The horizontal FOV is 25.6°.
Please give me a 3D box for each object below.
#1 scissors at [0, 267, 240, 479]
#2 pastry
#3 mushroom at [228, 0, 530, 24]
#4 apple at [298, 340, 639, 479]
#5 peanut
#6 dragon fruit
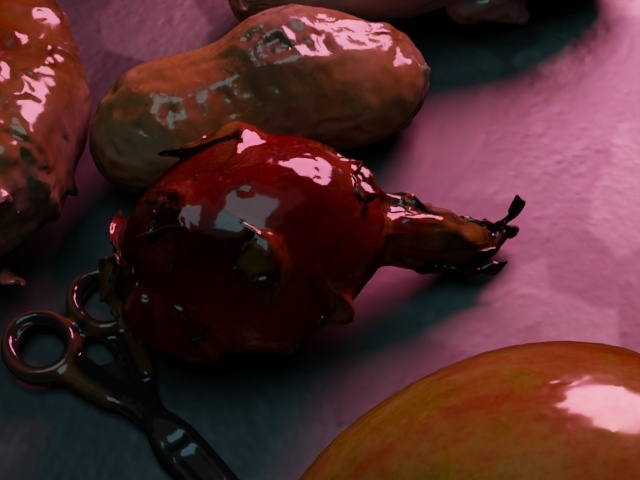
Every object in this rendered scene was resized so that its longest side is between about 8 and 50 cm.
[{"bbox_3d":[-0.088,0.102,0.774,0.088,0.017,0.220,-35,60,-21],"label":"scissors"},{"bbox_3d":[-0.258,-0.074,0.849,0.235,0.121,0.257,-16,54,-11],"label":"pastry"},{"bbox_3d":[0.076,-0.185,0.909,0.278,0.099,0.096,-14,51,0],"label":"mushroom"},{"bbox_3d":[0.088,0.168,0.583,0.226,0.246,0.246,-19,56,2],"label":"apple"},{"bbox_3d":[-0.038,-0.087,0.859,0.214,0.099,0.099,-19,56,-1],"label":"peanut"},{"bbox_3d":[0.000,0.000,0.789,0.246,0.125,0.125,-1,41,-15],"label":"dragon fruit"}]
